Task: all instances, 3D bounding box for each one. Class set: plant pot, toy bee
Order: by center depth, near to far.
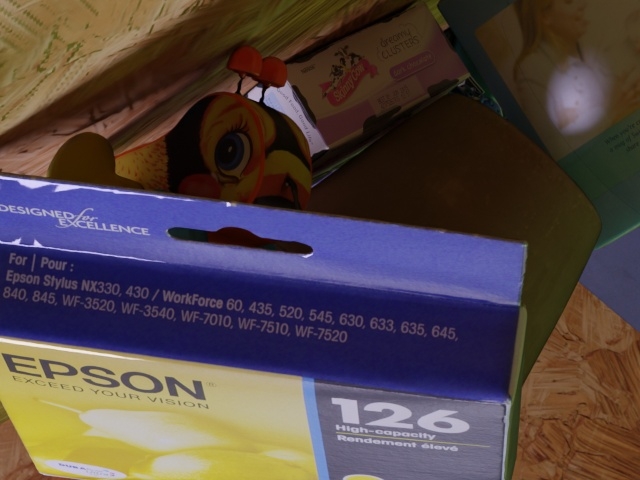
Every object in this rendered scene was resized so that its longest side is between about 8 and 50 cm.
[{"bbox_3d":[-0.064,-0.029,1.186,0.298,0.162,0.195,-1,167,12],"label":"toy bee"},{"bbox_3d":[0.073,0.027,1.373,0.229,0.263,0.263,-48,179,-4],"label":"plant pot"}]

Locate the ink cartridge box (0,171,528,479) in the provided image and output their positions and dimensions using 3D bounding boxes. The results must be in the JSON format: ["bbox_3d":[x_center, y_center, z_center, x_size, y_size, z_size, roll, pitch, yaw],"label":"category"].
[{"bbox_3d":[-0.039,0.074,1.103,0.303,0.072,0.307,7,156,8],"label":"ink cartridge box"}]

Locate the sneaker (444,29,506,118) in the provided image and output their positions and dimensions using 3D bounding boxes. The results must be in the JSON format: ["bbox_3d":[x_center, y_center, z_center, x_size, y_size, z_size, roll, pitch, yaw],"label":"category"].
[{"bbox_3d":[0.092,-0.118,1.730,0.302,0.108,0.121,-39,179,-20],"label":"sneaker"}]

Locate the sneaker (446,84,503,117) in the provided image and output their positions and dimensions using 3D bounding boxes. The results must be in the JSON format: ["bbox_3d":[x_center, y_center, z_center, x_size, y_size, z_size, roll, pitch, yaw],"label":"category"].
[{"bbox_3d":[0.099,-0.104,1.630,0.081,0.080,0.211,-50,140,-4],"label":"sneaker"}]

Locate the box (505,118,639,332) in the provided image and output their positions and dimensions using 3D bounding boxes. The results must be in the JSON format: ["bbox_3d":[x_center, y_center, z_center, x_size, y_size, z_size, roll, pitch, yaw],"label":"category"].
[{"bbox_3d":[0.365,-0.083,1.850,0.312,0.343,0.179,-52,-177,-36],"label":"box"}]

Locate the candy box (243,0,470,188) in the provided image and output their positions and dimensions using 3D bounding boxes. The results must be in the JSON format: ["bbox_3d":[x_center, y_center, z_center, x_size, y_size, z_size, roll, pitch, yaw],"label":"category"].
[{"bbox_3d":[-0.010,-0.083,1.451,0.165,0.070,0.196,-29,175,-41],"label":"candy box"}]

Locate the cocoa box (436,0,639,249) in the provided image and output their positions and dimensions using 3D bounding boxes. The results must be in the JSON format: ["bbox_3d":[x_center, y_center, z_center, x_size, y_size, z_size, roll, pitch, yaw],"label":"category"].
[{"bbox_3d":[0.310,-0.189,1.436,0.347,0.231,0.228,-34,177,34],"label":"cocoa box"}]
